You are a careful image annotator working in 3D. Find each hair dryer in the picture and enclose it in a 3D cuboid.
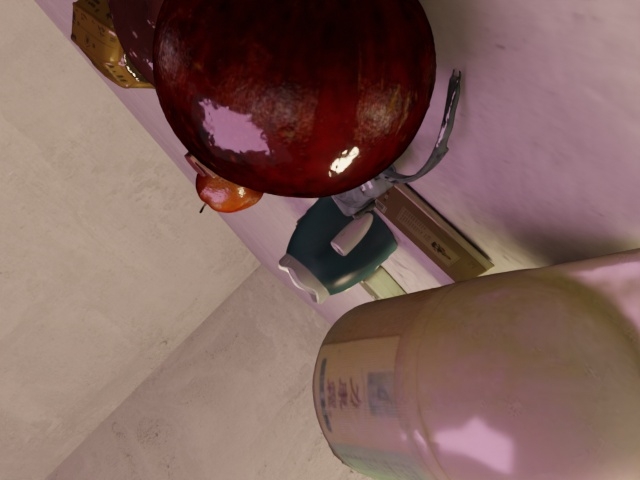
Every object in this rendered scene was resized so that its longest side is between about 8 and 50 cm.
[{"bbox_3d":[-0.229,-0.366,0.727,0.313,0.123,0.340,56,158,-3],"label":"hair dryer"}]

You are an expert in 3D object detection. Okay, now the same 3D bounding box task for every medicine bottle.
[{"bbox_3d":[0.190,0.153,0.575,0.236,0.236,0.406,47,148,-13],"label":"medicine bottle"}]

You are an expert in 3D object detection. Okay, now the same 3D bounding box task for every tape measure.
[{"bbox_3d":[0.041,-0.115,0.604,0.164,0.084,0.330,47,169,2],"label":"tape measure"}]

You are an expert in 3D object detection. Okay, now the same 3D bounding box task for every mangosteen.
[{"bbox_3d":[-0.016,-0.160,0.404,0.215,0.215,0.258,38,137,35],"label":"mangosteen"}]

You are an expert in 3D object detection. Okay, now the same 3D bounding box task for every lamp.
[{"bbox_3d":[-0.342,-0.359,0.974,0.185,0.161,0.161,39,168,30],"label":"lamp"}]

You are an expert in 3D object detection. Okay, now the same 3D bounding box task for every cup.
[{"bbox_3d":[0.020,0.019,0.985,0.167,0.173,0.299,44,170,-1],"label":"cup"}]

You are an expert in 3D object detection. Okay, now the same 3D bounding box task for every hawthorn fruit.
[{"bbox_3d":[-0.235,-0.131,1.355,0.157,0.194,0.157,44,-156,-25],"label":"hawthorn fruit"}]

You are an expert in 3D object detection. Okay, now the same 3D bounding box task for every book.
[{"bbox_3d":[0.147,-0.017,0.782,0.198,0.016,0.138,44,170,7],"label":"book"}]

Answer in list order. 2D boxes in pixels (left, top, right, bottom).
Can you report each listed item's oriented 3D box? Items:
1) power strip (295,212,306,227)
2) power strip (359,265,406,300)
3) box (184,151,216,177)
[{"bbox_3d":[0.000,0.000,1.349,0.145,0.061,0.216,46,172,36],"label":"power strip"},{"bbox_3d":[0.157,0.130,1.226,0.288,0.053,0.093,48,171,-12],"label":"power strip"},{"bbox_3d":[-0.176,-0.185,1.001,0.060,0.156,0.111,41,174,-22],"label":"box"}]
